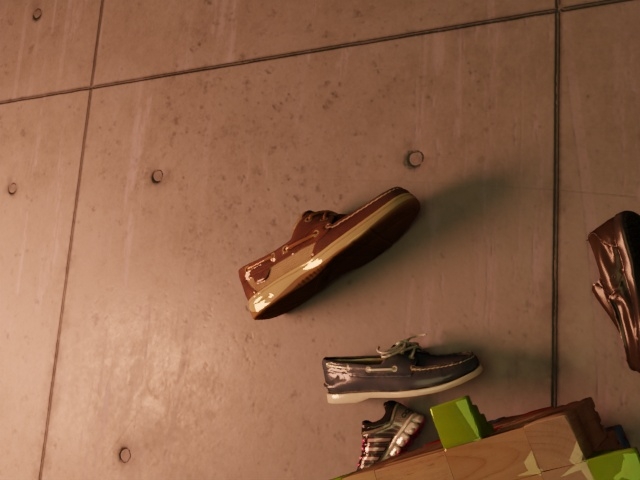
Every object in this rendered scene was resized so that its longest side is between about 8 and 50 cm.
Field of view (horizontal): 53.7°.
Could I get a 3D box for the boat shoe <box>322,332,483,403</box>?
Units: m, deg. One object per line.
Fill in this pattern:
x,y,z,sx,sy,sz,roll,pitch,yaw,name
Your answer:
0.116,0.191,0.957,0.254,0.095,0.079,-16,84,33,boat shoe

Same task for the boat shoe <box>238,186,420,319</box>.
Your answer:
0.000,0.000,1.039,0.342,0.123,0.123,-37,67,23,boat shoe

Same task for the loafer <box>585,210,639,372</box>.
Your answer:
0.412,0.074,0.846,0.078,0.080,0.220,-24,68,56,loafer

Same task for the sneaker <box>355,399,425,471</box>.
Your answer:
0.083,0.314,0.965,0.075,0.063,0.170,39,94,27,sneaker

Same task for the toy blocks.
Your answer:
0.221,0.289,0.802,0.381,0.261,0.191,-27,71,28,toy blocks
